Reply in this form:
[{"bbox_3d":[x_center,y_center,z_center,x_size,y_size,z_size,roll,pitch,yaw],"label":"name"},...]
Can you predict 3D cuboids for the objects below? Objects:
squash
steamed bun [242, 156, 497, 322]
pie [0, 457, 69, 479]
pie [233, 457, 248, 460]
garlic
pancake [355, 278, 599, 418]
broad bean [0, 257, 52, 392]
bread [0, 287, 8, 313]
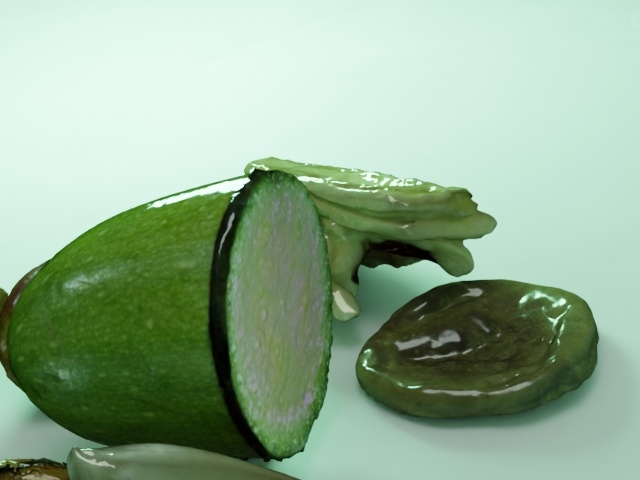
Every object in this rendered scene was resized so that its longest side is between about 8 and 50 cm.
[{"bbox_3d":[-0.175,0.079,1.682,0.309,0.310,0.310,-1,27,22],"label":"squash"},{"bbox_3d":[0.000,0.000,2.009,0.247,0.189,0.428,5,5,-40],"label":"steamed bun"},{"bbox_3d":[-0.296,0.300,1.553,0.308,0.085,0.308,-1,31,1],"label":"pie"},{"bbox_3d":[-0.125,0.205,1.756,0.154,0.038,0.153,-6,29,3],"label":"pie"},{"bbox_3d":[-0.108,0.252,1.486,0.318,0.112,0.143,11,-30,-38],"label":"garlic"},{"bbox_3d":[0.189,0.118,1.833,0.294,0.049,0.294,-7,24,3],"label":"pancake"},{"bbox_3d":[-0.299,0.096,1.902,0.156,0.122,0.228,36,36,-6],"label":"broad bean"},{"bbox_3d":[-0.519,0.077,1.892,0.224,0.211,0.184,-44,20,-17],"label":"bread"}]
